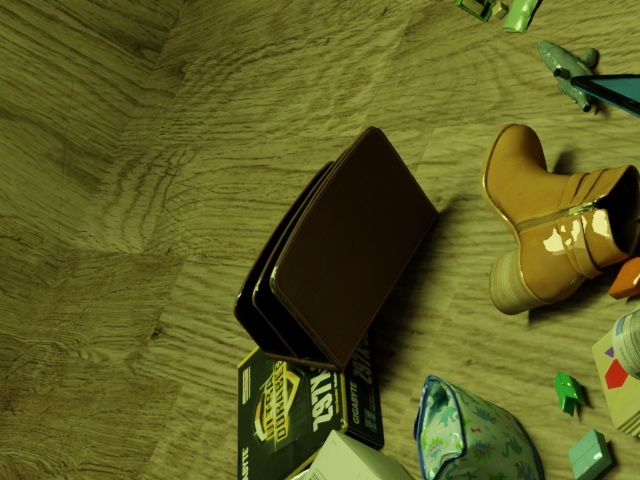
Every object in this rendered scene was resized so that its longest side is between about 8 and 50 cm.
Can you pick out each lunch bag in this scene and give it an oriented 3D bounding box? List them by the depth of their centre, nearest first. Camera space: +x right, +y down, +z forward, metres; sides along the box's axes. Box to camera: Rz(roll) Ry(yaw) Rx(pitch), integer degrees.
[{"bbox_3d":[0.183,0.238,1.817,0.096,0.129,0.151,-45,30,30],"label":"lunch bag"}]

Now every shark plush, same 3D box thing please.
[{"bbox_3d":[0.335,-0.214,2.070,0.073,0.067,0.161,-42,31,34],"label":"shark plush"}]

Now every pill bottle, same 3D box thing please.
[{"bbox_3d":[0.380,0.093,1.593,0.137,0.078,0.078,-31,38,47],"label":"pill bottle"}]

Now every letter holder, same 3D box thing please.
[{"bbox_3d":[0.000,0.000,2.187,0.152,0.214,0.302,6,54,43],"label":"letter holder"}]

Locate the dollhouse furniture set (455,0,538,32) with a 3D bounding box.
[{"bbox_3d":[0.275,-0.370,2.356,0.076,0.058,0.152,-63,25,-2],"label":"dollhouse furniture set"}]

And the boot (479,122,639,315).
[{"bbox_3d":[0.304,-0.059,1.917,0.220,0.109,0.283,-32,39,48],"label":"boot"}]

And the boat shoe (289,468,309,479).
[{"bbox_3d":[-0.045,0.396,2.128,0.258,0.095,0.084,-40,-5,11],"label":"boat shoe"}]

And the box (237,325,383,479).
[{"bbox_3d":[-0.024,0.242,2.264,0.257,0.079,0.322,-43,30,30],"label":"box"}]

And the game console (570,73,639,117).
[{"bbox_3d":[0.464,-0.216,1.709,0.250,0.173,0.293,-59,26,6],"label":"game console"}]

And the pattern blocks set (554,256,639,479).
[{"bbox_3d":[0.384,0.116,1.685,0.325,0.026,0.285,-41,31,35],"label":"pattern blocks set"}]

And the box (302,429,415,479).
[{"bbox_3d":[0.045,0.370,1.948,0.181,0.119,0.182,-59,26,3],"label":"box"}]
